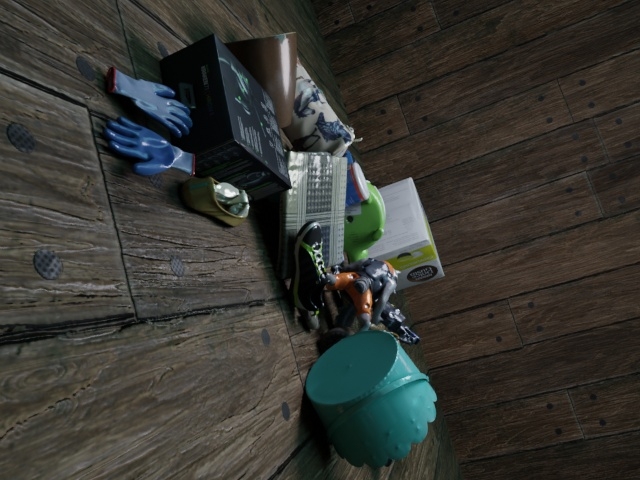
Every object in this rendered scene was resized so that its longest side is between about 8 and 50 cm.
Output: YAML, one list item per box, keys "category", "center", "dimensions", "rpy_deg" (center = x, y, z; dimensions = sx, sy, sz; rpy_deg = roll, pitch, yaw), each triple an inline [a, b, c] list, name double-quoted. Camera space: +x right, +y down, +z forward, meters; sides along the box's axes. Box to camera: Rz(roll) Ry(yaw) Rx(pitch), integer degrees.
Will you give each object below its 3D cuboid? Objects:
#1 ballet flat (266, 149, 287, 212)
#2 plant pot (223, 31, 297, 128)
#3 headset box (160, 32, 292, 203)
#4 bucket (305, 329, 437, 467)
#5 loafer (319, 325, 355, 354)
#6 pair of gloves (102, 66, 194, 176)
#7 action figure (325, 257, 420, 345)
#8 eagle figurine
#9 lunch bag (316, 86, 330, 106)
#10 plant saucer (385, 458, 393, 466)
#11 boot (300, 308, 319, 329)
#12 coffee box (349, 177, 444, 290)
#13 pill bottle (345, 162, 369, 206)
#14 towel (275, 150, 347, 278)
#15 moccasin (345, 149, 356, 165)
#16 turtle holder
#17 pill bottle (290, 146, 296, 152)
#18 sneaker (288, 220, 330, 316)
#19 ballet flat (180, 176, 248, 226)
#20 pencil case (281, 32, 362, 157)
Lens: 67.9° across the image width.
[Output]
- category: "ballet flat"
  center: [-0.093, -0.139, 1.299]
  dimensions: [0.342, 0.116, 0.124]
  rpy_deg: [56, 1, -44]
- category: "plant pot"
  center: [-0.153, -0.417, 1.270]
  dimensions: [0.215, 0.216, 0.230]
  rpy_deg: [-75, 159, -64]
- category: "headset box"
  center: [-0.192, -0.241, 0.994]
  dimensions: [0.283, 0.131, 0.246]
  rpy_deg: [32, 42, -67]
- category: "bucket"
  center: [0.111, 0.355, 1.106]
  dimensions: [0.183, 0.281, 0.281]
  rpy_deg: [59, 18, -19]
- category: "loafer"
  center: [0.121, 0.388, 1.333]
  dimensions: [0.130, 0.134, 0.365]
  rpy_deg: [-54, 124, -71]
- category: "pair of gloves"
  center: [-0.273, -0.183, 0.769]
  dimensions: [0.159, 0.023, 0.198]
  rpy_deg: [20, 53, -45]
- category: "action figure"
  center: [0.159, 0.157, 1.342]
  dimensions: [0.341, 0.178, 0.330]
  rpy_deg: [38, 29, 14]
- category: "eagle figurine"
  center: [0.144, 0.274, 1.543]
  dimensions: [0.298, 0.225, 0.226]
  rpy_deg: [32, -16, -15]
- category: "lunch bag"
  center: [-0.017, -0.520, 1.990]
  dimensions: [0.279, 0.108, 0.223]
  rpy_deg: [-33, 104, -75]
- category: "plant saucer"
  center: [0.211, 0.575, 1.431]
  dimensions: [0.195, 0.038, 0.194]
  rpy_deg: [-177, -90, -82]
- category: "boot"
  center: [-0.031, 0.177, 1.248]
  dimensions: [0.087, 0.042, 0.118]
  rpy_deg: [59, 19, -57]
- category: "coffee box"
  center: [0.314, -0.001, 2.091]
  dimensions: [0.334, 0.338, 0.338]
  rpy_deg: [53, 23, -50]
- category: "pill bottle"
  center: [0.031, -0.152, 1.498]
  dimensions: [0.124, 0.222, 0.124]
  rpy_deg: [-19, 90, -74]
- category: "towel"
  center: [-0.022, -0.075, 1.257]
  dimensions: [0.312, 0.056, 0.323]
  rpy_deg: [-10, 105, -58]
- category: "moccasin"
  center: [0.090, -0.220, 2.025]
  dimensions: [0.117, 0.138, 0.341]
  rpy_deg: [51, 39, -63]
- category: "turtle holder"
  center: [0.131, -0.077, 1.698]
  dimensions: [0.320, 0.243, 0.227]
  rpy_deg: [53, 20, -13]
- category: "pill bottle"
  center: [-0.061, -0.264, 1.568]
  dimensions: [0.160, 0.087, 0.087]
  rpy_deg: [-90, 156, -50]
- category: "sneaker"
  center: [-0.010, 0.069, 1.153]
  dimensions: [0.084, 0.097, 0.234]
  rpy_deg: [-19, 121, -52]
- category: "ballet flat"
  center: [-0.183, -0.075, 0.941]
  dimensions: [0.232, 0.073, 0.080]
  rpy_deg: [13, 60, -73]
- category: "pencil case"
  center: [-0.059, -0.412, 1.434]
  dimensions: [0.410, 0.184, 0.160]
  rpy_deg: [57, -8, -2]
